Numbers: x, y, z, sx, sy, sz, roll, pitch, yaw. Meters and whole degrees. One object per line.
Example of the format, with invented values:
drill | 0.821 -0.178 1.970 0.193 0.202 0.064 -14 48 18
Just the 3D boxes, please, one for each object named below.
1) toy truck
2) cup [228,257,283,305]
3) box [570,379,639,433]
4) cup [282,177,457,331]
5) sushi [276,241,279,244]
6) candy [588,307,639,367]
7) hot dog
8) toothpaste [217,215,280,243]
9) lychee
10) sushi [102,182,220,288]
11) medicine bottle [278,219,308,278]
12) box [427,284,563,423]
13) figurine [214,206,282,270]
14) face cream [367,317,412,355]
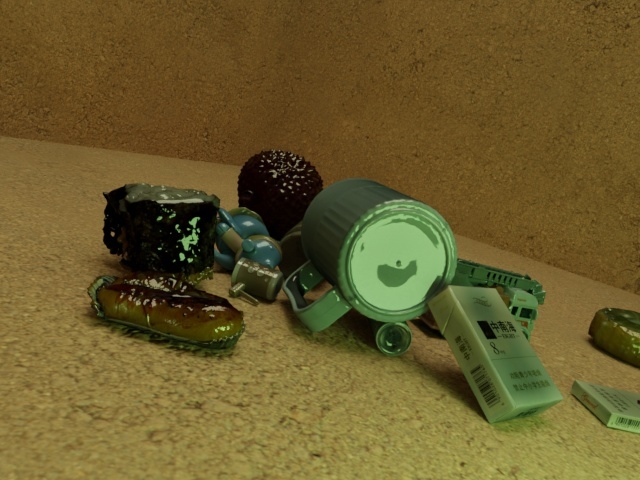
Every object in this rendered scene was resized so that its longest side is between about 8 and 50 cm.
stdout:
toy truck | 0.406 0.149 1.358 0.339 0.184 0.133 11 13 -22
cup | -0.141 0.089 1.207 0.099 0.074 0.102 18 12 12
box | 0.645 0.345 1.102 0.246 0.035 0.139 13 11 -7
cup | 0.081 0.016 1.158 0.332 0.256 0.311 -10 14 -11
sushi | -0.156 0.019 1.589 0.121 0.052 0.055 15 -7 15
candy | 0.902 0.282 1.572 0.260 0.117 0.260 11 15 -3
hot dog | -0.253 0.111 0.937 0.271 0.081 0.162 14 10 1
toothpaste | -0.240 -0.019 1.697 0.269 0.047 0.069 22 0 18
lychee | -0.131 -0.148 1.812 0.331 0.305 0.306 -13 28 -43
sushi | -0.341 -0.020 1.180 0.235 0.207 0.348 -1 9 -15
medicine bottle | 0.000 0.000 1.518 0.151 0.151 0.322 18 23 13
box | 0.312 0.198 1.002 0.155 0.067 0.242 9 46 -39
figurine | -0.189 0.006 1.367 0.180 0.153 0.262 24 4 -18
face cream | 0.140 0.168 1.190 0.075 0.075 0.229 14 12 -5
